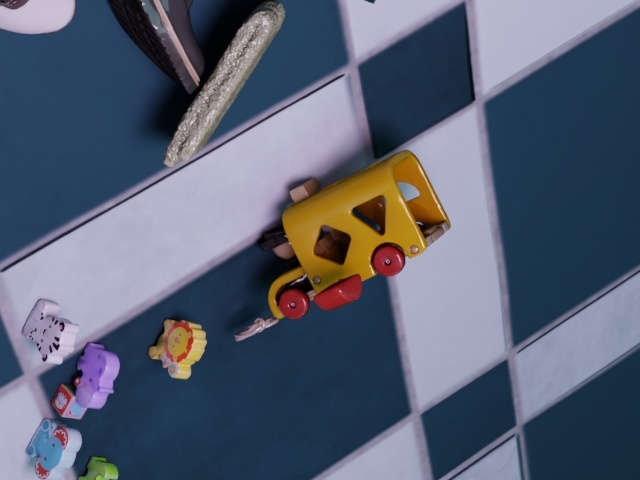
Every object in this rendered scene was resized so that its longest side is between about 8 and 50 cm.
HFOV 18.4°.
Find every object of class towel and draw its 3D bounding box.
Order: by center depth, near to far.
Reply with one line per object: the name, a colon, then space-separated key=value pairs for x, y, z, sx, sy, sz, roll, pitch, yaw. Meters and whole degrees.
towel: x=-0.078 y=-0.128 z=1.605 sx=0.148 sy=0.027 sz=0.110 roll=-56 pitch=-177 yaw=13

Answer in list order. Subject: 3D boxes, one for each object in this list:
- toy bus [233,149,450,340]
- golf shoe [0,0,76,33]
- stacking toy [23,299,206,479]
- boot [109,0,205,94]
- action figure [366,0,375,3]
toy bus: x=0.012 y=-0.006 z=1.770 sx=0.202 sy=0.191 sz=0.104 roll=-28 pitch=94 yaw=-23
golf shoe: x=-0.229 y=-0.190 z=1.405 sx=0.077 sy=0.094 sz=0.198 roll=-50 pitch=143 yaw=2
stacking toy: x=-0.215 y=0.155 z=1.743 sx=0.167 sy=0.052 sz=0.221 roll=12 pitch=114 yaw=-47
boot: x=-0.098 y=-0.218 z=1.521 sx=0.137 sy=0.077 sz=0.198 roll=-42 pitch=142 yaw=-14
action figure: x=0.062 y=-0.305 z=1.573 sx=0.063 sy=0.137 sz=0.232 roll=34 pitch=89 yaw=-38
